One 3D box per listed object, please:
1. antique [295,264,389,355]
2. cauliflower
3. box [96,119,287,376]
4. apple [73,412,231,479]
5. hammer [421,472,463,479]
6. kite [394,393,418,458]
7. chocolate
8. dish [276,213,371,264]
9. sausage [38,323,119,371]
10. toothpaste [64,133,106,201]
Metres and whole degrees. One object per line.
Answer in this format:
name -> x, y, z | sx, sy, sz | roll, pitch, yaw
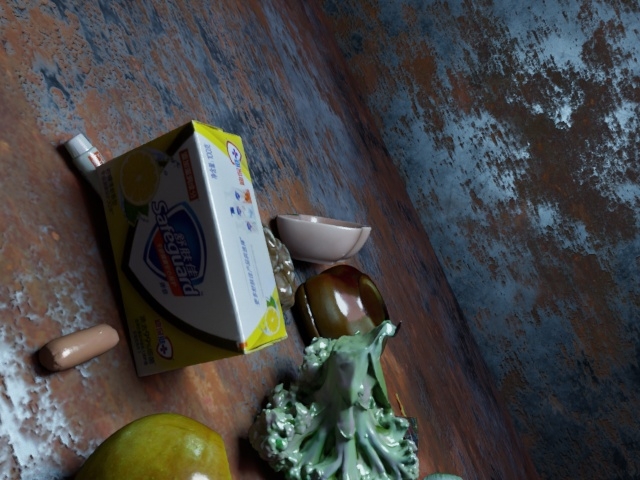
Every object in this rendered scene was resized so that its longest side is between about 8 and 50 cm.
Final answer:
antique -> 0.058, 0.155, 1.034 | 0.278, 0.128, 0.224 | 42, 29, -50
cauliflower -> 0.033, 0.225, 0.721 | 0.256, 0.238, 0.316 | -75, 179, -62
box -> -0.156, 0.013, 0.597 | 0.097, 0.168, 0.266 | -2, 79, -64
apple -> -0.137, 0.236, 0.441 | 0.147, 0.163, 0.147 | -85, -172, -71
hammer -> 0.204, 0.550, 0.995 | 0.335, 0.118, 0.207 | 41, 29, -35
kite -> 0.214, 0.459, 1.233 | 0.190, 0.010, 0.159 | 37, 33, -54
chocolate -> -0.125, 0.021, 0.790 | 0.214, 0.093, 0.149 | 46, 24, -46
dish -> 0.000, 0.000, 1.069 | 0.213, 0.213, 0.091 | -9, 108, -68
sausage -> -0.244, 0.108, 0.506 | 0.034, 0.034, 0.083 | 66, 22, 3
toothpaste -> -0.255, -0.039, 0.651 | 0.218, 0.033, 0.052 | 61, 19, -24
